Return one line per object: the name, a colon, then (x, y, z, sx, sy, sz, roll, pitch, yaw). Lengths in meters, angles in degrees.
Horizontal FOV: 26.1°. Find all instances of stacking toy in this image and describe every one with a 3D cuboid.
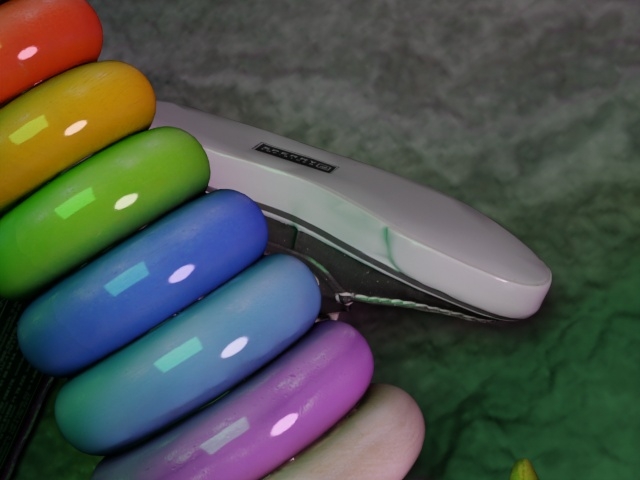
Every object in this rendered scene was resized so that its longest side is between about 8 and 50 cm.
stacking toy: (-0.094, -0.020, 0.573, 0.141, 0.141, 0.330, -31, 93, 4)

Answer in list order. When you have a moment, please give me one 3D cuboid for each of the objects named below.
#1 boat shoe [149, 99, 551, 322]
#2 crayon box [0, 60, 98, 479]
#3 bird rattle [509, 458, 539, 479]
boat shoe: (0.000, 0.000, 0.653, 0.219, 0.078, 0.070, 22, 111, 18)
crayon box: (-0.299, 0.047, 0.699, 0.313, 0.106, 0.363, 17, 75, 22)
bird rattle: (0.017, 0.197, 0.529, 0.253, 0.143, 0.207, -39, 38, -19)
